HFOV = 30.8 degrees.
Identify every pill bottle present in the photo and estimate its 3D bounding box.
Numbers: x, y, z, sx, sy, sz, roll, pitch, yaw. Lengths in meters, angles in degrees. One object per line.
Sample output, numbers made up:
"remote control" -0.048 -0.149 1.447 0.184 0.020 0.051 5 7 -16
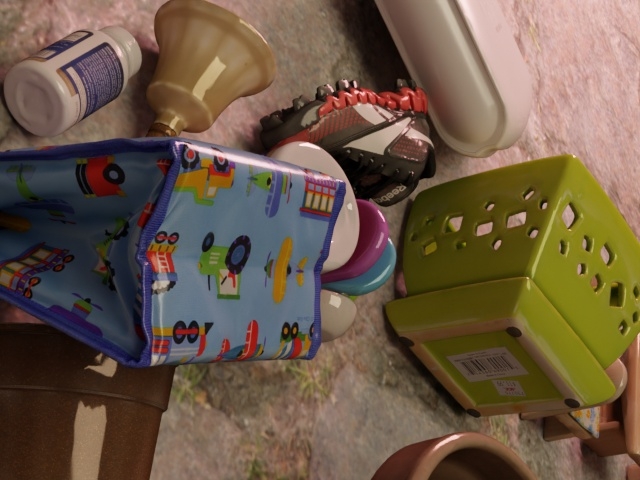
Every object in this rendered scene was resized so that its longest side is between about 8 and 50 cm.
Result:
"pill bottle" -0.206 -0.140 0.986 0.067 0.067 0.120 61 38 -14
"pill bottle" -0.071 -0.007 1.000 0.112 0.187 0.112 25 56 -44

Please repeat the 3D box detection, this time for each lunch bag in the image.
"lunch bag" -0.167 -0.009 0.800 0.221 0.293 0.138 8 92 -63

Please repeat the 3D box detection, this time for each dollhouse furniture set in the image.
"dollhouse furniture set" 0.461 0.276 1.496 0.362 0.257 0.394 41 46 -34

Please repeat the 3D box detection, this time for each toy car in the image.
"toy car" 0.000 0.000 1.129 0.182 0.136 0.159 34 50 -39

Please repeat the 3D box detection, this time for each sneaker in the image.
"sneaker" 0.043 -0.100 1.259 0.276 0.098 0.135 -11 82 -54

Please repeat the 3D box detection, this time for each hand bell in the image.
"hand bell" -0.144 -0.086 1.037 0.126 0.126 0.242 44 57 -32

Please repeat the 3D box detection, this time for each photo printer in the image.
"photo printer" 0.167 -0.255 1.443 0.307 0.107 0.256 64 22 -10

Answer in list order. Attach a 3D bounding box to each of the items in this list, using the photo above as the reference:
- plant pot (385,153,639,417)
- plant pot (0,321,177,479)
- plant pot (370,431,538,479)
"plant pot" 0.220 0.067 1.317 0.227 0.228 0.207 48 50 -28
"plant pot" -0.187 0.154 0.817 0.167 0.167 0.165 21 66 -46
"plant pot" 0.057 0.310 0.990 0.263 0.229 0.263 25 56 -45
